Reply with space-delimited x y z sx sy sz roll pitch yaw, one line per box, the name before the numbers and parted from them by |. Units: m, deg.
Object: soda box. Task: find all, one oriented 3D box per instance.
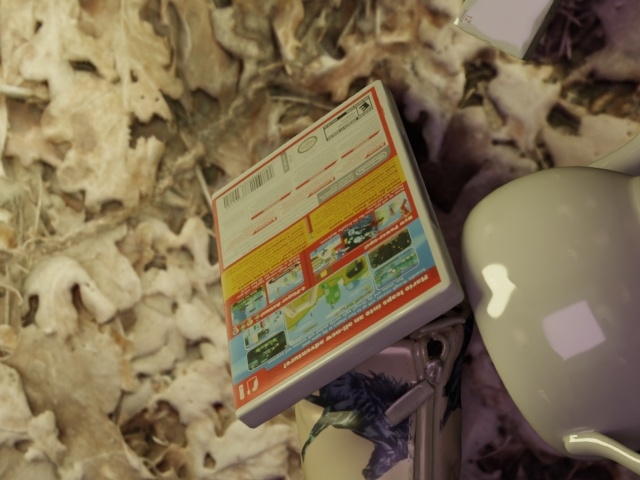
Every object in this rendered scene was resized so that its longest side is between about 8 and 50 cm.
soda box | 0.196 -0.262 0.927 0.069 0.074 0.216 29 104 10

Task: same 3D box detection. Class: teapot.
teapot | 0.240 0.043 0.863 0.187 0.252 0.256 -26 85 24

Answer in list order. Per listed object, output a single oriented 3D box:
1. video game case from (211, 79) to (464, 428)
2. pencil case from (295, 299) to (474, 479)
video game case | 0.000 0.000 0.934 0.204 0.285 0.025 -33 127 17
pencil case | 0.062 0.247 0.977 0.159 0.183 0.411 -5 97 -13
